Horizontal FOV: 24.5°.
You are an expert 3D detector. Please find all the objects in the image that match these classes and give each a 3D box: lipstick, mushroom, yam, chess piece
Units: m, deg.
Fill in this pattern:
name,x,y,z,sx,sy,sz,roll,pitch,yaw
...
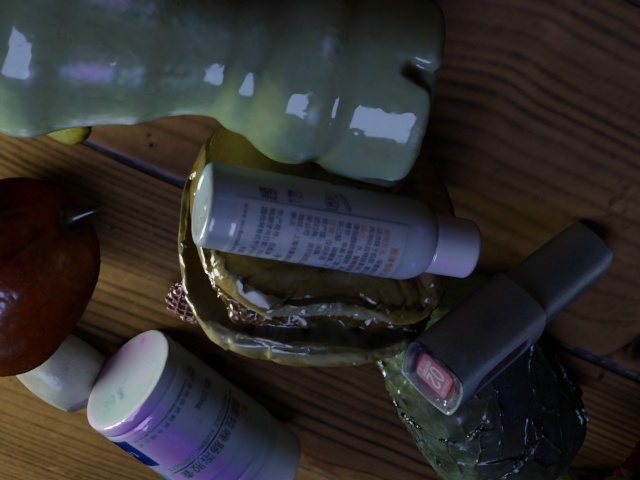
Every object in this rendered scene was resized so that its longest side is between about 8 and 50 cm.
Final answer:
name,x,y,z,sx,sy,sz,roll,pitch,yaw
lipstick,0.197,0.073,1.517,0.077,0.253,0.079,42,147,19
mushroom,-0.362,0.145,1.902,0.097,0.088,0.212,-29,120,29
yam,0.178,0.163,1.687,0.203,0.201,0.271,-6,131,22
chess piece,-0.117,-0.177,1.334,0.442,0.234,0.234,12,142,-4

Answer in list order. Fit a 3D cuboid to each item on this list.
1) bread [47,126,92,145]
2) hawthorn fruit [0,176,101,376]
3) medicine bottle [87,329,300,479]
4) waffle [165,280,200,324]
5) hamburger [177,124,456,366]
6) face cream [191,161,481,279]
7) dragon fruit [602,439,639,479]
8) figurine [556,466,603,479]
name,x,y,z,sx,sy,sz,roll,pitch,yaw
bread,-0.320,-0.165,1.531,0.188,0.065,0.149,31,150,-25
hawthorn fruit,-0.351,0.026,1.671,0.224,0.224,0.261,36,114,-26
medicine bottle,-0.161,0.245,1.912,0.152,0.152,0.254,-24,128,38
waffle,-0.147,0.073,1.795,0.083,0.029,0.075,-23,130,35
hamburger,-0.001,0.001,1.472,0.283,0.259,0.144,8,151,-11
face cream,0.019,-0.012,1.358,0.269,0.082,0.082,10,144,-18
dragon fruit,0.466,0.385,1.761,0.329,0.329,0.329,8,142,7
figurine,0.298,0.427,1.965,0.343,0.167,0.284,-2,123,-46
